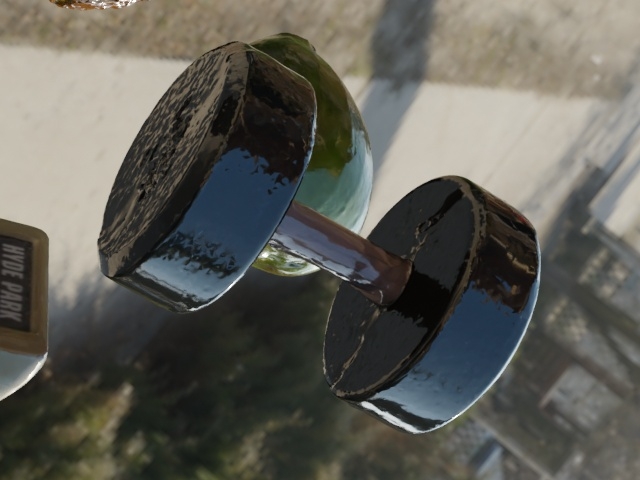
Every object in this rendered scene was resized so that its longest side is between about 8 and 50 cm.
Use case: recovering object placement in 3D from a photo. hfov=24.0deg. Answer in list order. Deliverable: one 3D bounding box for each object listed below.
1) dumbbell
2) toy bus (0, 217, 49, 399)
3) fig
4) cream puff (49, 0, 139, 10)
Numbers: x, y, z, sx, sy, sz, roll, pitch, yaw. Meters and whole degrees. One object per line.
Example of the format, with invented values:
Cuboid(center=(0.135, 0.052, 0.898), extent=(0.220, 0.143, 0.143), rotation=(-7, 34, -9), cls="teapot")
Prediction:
Cuboid(center=(0.000, 0.000, 0.856), extent=(0.152, 0.218, 0.152), rotation=(-45, -153, 31), cls="dumbbell")
Cuboid(center=(-0.194, 0.098, 0.473), extent=(0.139, 0.157, 0.289), rotation=(-108, -144, -58), cls="toy bus")
Cuboid(center=(-0.035, -0.089, 1.415), extent=(0.203, 0.203, 0.225), rotation=(102, 5, -67), cls="fig")
Cuboid(center=(-0.256, -0.355, 1.572), extent=(0.212, 0.303, 0.303), rotation=(-62, 169, 3), cls="cream puff")
